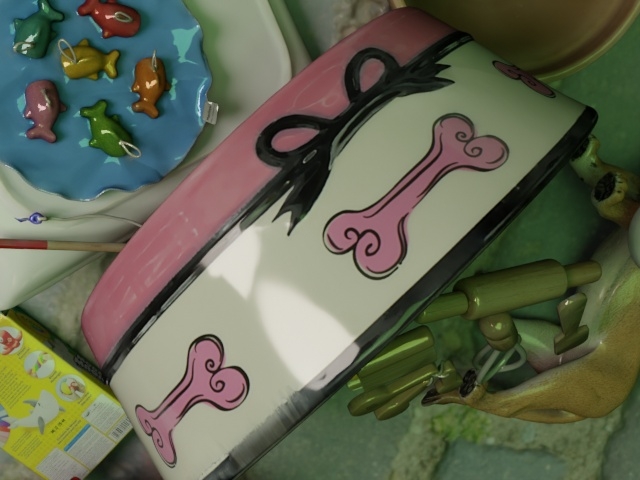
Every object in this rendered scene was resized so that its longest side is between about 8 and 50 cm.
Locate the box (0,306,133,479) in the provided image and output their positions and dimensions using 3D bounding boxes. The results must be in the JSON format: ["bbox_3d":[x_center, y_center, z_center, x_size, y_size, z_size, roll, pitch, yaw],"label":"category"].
[{"bbox_3d":[-0.264,0.138,0.839,0.105,0.043,0.179,-46,109,3],"label":"box"}]

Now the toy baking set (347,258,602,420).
[{"bbox_3d":[0.126,0.074,0.720,0.256,0.196,0.030,-13,63,-23],"label":"toy baking set"}]

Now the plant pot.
[{"bbox_3d":[0.156,-0.255,0.779,0.238,0.109,0.237,-3,108,-8],"label":"plant pot"}]

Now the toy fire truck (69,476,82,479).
[{"bbox_3d":[-0.178,0.272,0.835,0.217,0.246,0.158,29,84,-55],"label":"toy fire truck"}]

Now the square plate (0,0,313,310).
[{"bbox_3d":[-0.173,-0.171,0.710,0.347,0.049,0.344,-32,110,-25],"label":"square plate"}]

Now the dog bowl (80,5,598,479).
[{"bbox_3d":[0.000,0.000,0.685,0.408,0.408,0.150,-44,88,2],"label":"dog bowl"}]

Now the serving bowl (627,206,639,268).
[{"bbox_3d":[0.304,-0.002,0.778,0.083,0.027,0.083,0,106,0],"label":"serving bowl"}]

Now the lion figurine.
[{"bbox_3d":[0.294,0.056,0.889,0.240,0.142,0.392,28,112,-23],"label":"lion figurine"}]

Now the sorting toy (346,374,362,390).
[{"bbox_3d":[0.059,0.108,0.905,0.083,0.012,0.062,-20,106,-5],"label":"sorting toy"}]

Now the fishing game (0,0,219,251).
[{"bbox_3d":[-0.161,-0.118,0.670,0.189,0.041,0.263,4,92,-29],"label":"fishing game"}]
